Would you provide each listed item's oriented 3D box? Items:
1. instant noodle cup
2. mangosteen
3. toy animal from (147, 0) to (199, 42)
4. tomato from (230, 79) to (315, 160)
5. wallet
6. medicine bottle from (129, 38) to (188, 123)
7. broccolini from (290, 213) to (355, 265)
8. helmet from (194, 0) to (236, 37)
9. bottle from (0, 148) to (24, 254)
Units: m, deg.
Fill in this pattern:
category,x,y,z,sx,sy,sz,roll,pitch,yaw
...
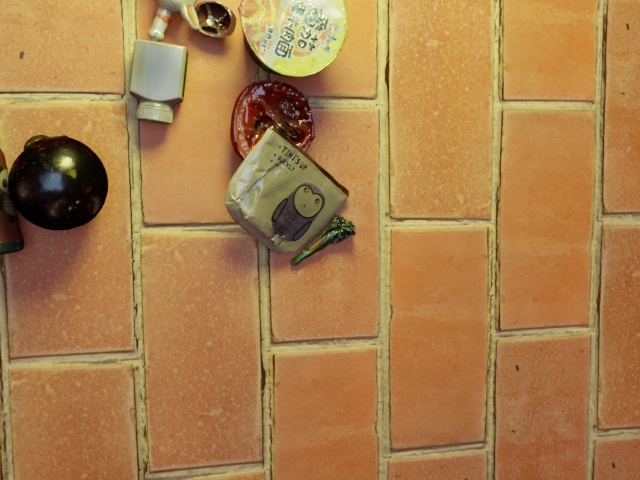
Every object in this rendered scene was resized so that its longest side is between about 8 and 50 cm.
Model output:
category,x,y,z,sx,sy,sz,roll,pitch,yaw
instant noodle cup,-0.077,-0.525,1.603,0.264,0.200,0.264,-1,96,-11
mangosteen,-0.631,-0.149,1.532,0.228,0.228,0.265,-42,64,-5
toy animal,-0.345,-0.624,1.554,0.140,0.138,0.283,11,77,19
tomato,-0.131,-0.296,1.668,0.227,0.101,0.228,-3,102,-16
wallet,-0.089,-0.119,1.658,0.275,0.068,0.335,-48,127,3
medicine bottle,-0.403,-0.389,1.606,0.132,0.088,0.189,7,94,-10
broccolini,0.002,0.002,1.756,0.201,0.058,0.074,-33,86,9
helmet,-0.266,-0.550,1.635,0.111,0.057,0.089,21,88,-5
bottle,-0.805,-0.128,1.519,0.144,0.144,0.336,-11,97,-10
